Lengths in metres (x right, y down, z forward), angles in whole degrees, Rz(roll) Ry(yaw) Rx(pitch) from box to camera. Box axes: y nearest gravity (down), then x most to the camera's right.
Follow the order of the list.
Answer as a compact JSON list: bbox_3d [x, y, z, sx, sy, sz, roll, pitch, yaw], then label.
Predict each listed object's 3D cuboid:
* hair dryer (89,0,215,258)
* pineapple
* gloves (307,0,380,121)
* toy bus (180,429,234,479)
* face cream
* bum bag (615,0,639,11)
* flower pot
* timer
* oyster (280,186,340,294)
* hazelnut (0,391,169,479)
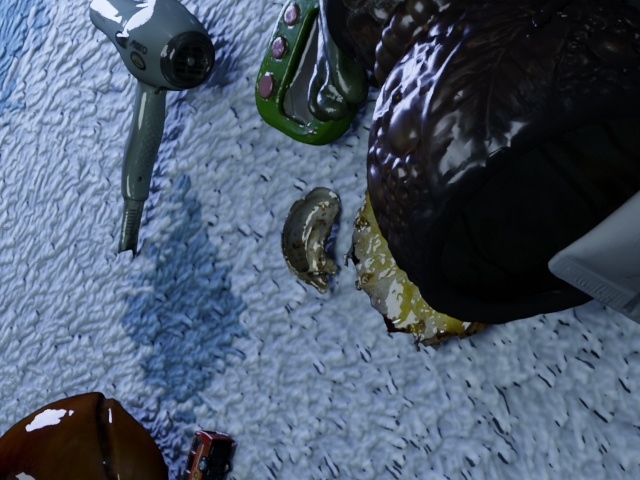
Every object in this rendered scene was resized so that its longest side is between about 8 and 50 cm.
[{"bbox_3d":[-0.203,-0.151,1.951,0.229,0.092,0.267,58,134,45],"label":"hair dryer"},{"bbox_3d":[0.111,-0.009,1.596,0.221,0.047,0.221,-6,81,44],"label":"pineapple"},{"bbox_3d":[0.062,-0.223,1.626,0.107,0.135,0.268,31,91,46],"label":"gloves"},{"bbox_3d":[-0.117,0.237,1.804,0.043,0.031,0.110,30,105,53],"label":"toy bus"},{"bbox_3d":[0.307,-0.036,1.302,0.314,0.143,0.089,-49,21,36],"label":"face cream"},{"bbox_3d":[0.213,-0.220,1.515,0.197,0.049,0.087,51,126,35],"label":"bum bag"},{"bbox_3d":[0.139,-0.116,1.420,0.266,0.266,0.267,-47,50,31],"label":"flower pot"},{"bbox_3d":[-0.003,-0.163,1.743,0.128,0.047,0.140,33,107,47],"label":"timer"},{"bbox_3d":[0.000,0.000,1.733,0.081,0.038,0.083,41,85,17],"label":"oyster"},{"bbox_3d":[-0.240,0.240,1.838,0.208,0.208,0.208,-11,75,46],"label":"hazelnut"}]
